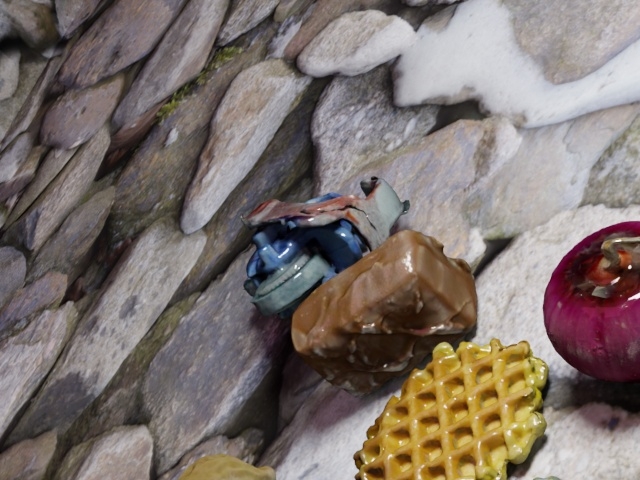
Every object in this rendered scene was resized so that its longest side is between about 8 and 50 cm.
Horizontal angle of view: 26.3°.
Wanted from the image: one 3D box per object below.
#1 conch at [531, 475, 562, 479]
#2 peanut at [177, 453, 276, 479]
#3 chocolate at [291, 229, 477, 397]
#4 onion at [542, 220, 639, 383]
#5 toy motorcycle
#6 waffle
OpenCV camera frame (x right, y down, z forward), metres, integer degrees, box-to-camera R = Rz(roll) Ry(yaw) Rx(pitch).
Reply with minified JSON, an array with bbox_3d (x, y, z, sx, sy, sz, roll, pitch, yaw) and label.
[{"bbox_3d":[0.211,0.312,1.242,0.172,0.131,0.200,52,130,36],"label":"conch"},{"bbox_3d":[-0.154,0.381,1.610,0.159,0.143,0.291,13,57,12],"label":"peanut"},{"bbox_3d":[0.082,0.095,1.656,0.214,0.148,0.093,-35,37,25],"label":"chocolate"},{"bbox_3d":[0.310,0.061,1.392,0.177,0.153,0.177,-47,23,27],"label":"onion"},{"bbox_3d":[0.011,0.021,1.845,0.241,0.182,0.319,-12,7,-6],"label":"toy motorcycle"},{"bbox_3d":[0.149,0.212,1.527,0.243,0.059,0.238,5,55,52],"label":"waffle"}]
